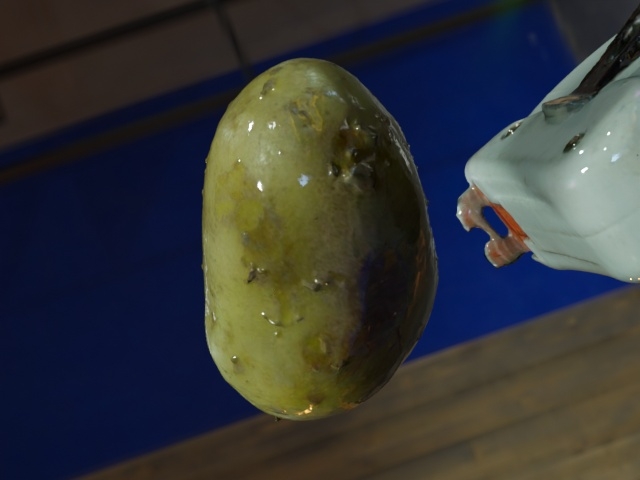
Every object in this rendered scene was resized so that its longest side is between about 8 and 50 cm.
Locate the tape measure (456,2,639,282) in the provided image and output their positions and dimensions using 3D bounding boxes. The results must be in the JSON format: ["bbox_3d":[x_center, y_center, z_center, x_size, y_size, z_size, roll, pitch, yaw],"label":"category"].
[{"bbox_3d":[0.217,-0.078,1.296,0.125,0.246,0.243,47,174,-11],"label":"tape measure"}]

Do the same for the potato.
[{"bbox_3d":[0.000,0.000,1.556,0.173,0.210,0.307,34,141,42],"label":"potato"}]
